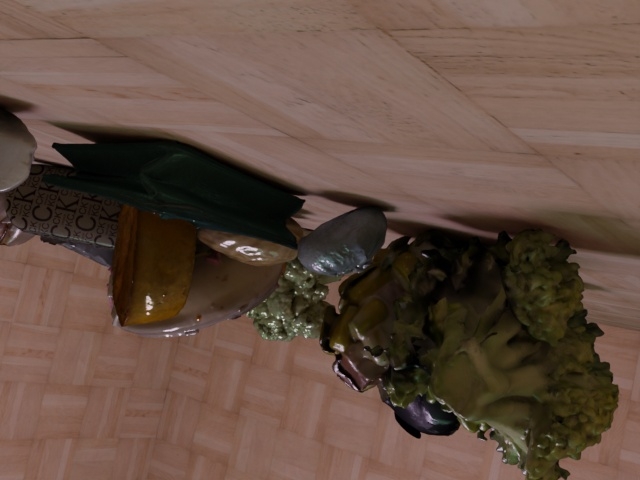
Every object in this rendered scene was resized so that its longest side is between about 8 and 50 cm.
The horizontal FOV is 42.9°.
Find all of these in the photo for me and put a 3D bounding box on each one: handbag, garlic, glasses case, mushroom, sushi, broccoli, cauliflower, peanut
[{"bbox_3d":[-0.188,-0.065,1.139,0.239,0.089,0.326,10,176,33],"label":"handbag"},{"bbox_3d":[-0.631,-0.078,1.671,0.160,0.191,0.214,3,173,-27],"label":"garlic"},{"bbox_3d":[-0.417,-0.054,1.558,0.355,0.137,0.085,11,170,-5],"label":"glasses case"},{"bbox_3d":[-0.431,-0.125,1.046,0.118,0.103,0.270,21,-177,-25],"label":"mushroom"},{"bbox_3d":[0.171,0.135,1.388,0.285,0.327,0.329,25,-168,10],"label":"sushi"},{"bbox_3d":[0.214,0.166,1.064,0.294,0.347,0.281,-19,168,24],"label":"broccoli"},{"bbox_3d":[-0.054,0.109,1.927,0.281,0.260,0.327,-5,143,-19],"label":"cauliflower"},{"bbox_3d":[-0.128,-0.013,1.482,0.197,0.110,0.233,13,174,-3],"label":"peanut"}]

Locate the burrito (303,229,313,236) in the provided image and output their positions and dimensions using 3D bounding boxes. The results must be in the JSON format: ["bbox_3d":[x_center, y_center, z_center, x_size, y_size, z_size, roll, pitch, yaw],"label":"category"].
[{"bbox_3d":[0.000,0.000,1.756,0.186,0.041,0.045,12,134,13],"label":"burrito"}]

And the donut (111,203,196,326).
[{"bbox_3d":[-0.288,0.019,1.401,0.109,0.277,0.278,5,179,-21],"label":"donut"}]

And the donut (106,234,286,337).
[{"bbox_3d":[-0.266,0.060,1.695,0.383,0.142,0.382,-13,-159,5],"label":"donut"}]

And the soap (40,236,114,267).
[{"bbox_3d":[-0.432,-0.015,1.767,0.302,0.158,0.258,24,167,-31],"label":"soap"}]

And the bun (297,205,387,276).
[{"bbox_3d":[0.037,0.008,1.163,0.141,0.083,0.141,-24,171,-4],"label":"bun"}]
